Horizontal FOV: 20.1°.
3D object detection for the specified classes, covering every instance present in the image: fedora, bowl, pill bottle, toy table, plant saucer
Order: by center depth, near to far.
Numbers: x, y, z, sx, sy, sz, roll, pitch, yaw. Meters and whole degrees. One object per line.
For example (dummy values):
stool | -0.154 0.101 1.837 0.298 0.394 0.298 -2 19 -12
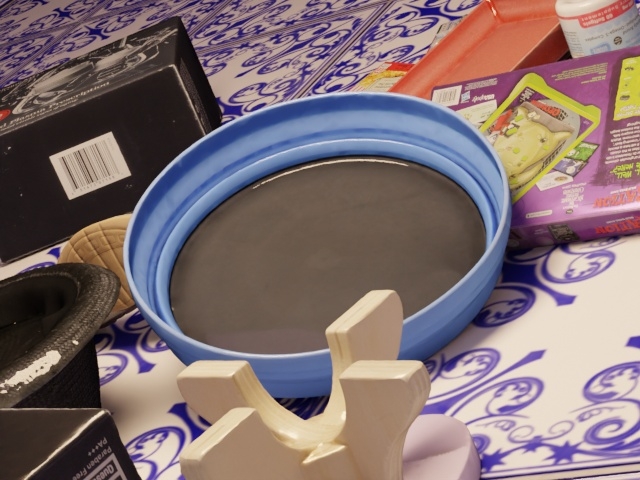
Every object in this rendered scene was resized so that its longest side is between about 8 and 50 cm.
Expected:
toy table | 0.004 0.170 1.421 0.252 0.161 0.274 -10 23 33
bowl | 0.000 0.000 1.803 0.391 0.077 0.391 -9 41 8
fedora | -0.316 0.160 1.813 0.334 0.152 0.334 -21 19 8
pill bottle | 0.328 -0.209 2.031 0.087 0.160 0.087 -21 20 8
plant saucer | 0.199 -0.210 2.160 0.258 0.048 0.259 -44 20 -19

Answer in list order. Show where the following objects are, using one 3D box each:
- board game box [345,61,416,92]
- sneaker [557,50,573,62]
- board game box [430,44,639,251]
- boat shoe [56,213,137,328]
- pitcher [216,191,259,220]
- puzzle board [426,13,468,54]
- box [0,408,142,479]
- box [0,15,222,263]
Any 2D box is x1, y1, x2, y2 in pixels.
board game box | 0.063 -0.159 2.345 0.193 0.045 0.146 -39 24 -20
sneaker | 0.275 -0.169 2.128 0.228 0.086 0.132 -21 22 39
board game box | 0.250 -0.093 1.854 0.346 0.056 0.208 -8 51 36
boat shoe | -0.240 0.039 2.044 0.092 0.103 0.285 -33 -5 -46
pitcher | -0.051 -0.007 2.008 0.207 0.125 0.178 -31 1 -14
puzzle board | 0.210 -0.311 2.655 0.096 0.011 0.128 -15 21 21
box | -0.216 0.305 1.113 0.182 0.294 0.296 -6 26 46
box | -0.328 -0.152 2.599 0.343 0.179 0.312 -22 18 4
